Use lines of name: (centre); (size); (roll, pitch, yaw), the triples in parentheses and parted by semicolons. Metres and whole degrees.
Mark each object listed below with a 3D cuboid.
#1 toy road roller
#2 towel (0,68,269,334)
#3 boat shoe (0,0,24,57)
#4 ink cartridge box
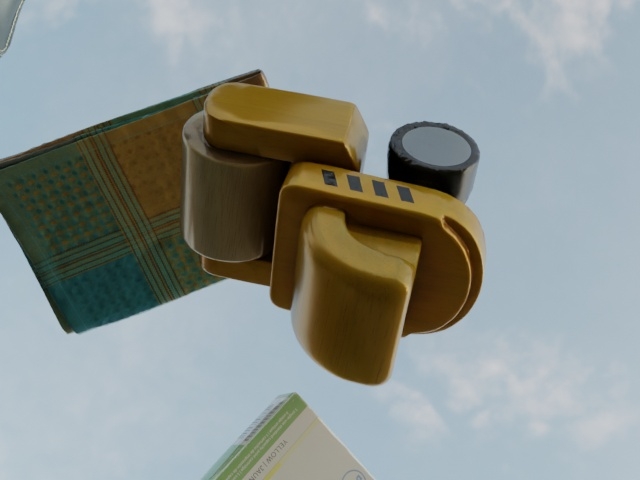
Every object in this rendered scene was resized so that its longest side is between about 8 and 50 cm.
toy road roller: (0.000, 0.000, 0.923); (0.329, 0.241, 0.203); (12, -51, 6)
towel: (-0.208, -0.043, 1.203); (0.370, 0.040, 0.272); (-21, -60, -4)
boat shoe: (-0.381, -0.368, 1.135); (0.099, 0.320, 0.116); (-1, -16, 9)
ink cartridge box: (-0.010, 0.282, 0.846); (0.235, 0.171, 0.056); (48, -26, -7)
